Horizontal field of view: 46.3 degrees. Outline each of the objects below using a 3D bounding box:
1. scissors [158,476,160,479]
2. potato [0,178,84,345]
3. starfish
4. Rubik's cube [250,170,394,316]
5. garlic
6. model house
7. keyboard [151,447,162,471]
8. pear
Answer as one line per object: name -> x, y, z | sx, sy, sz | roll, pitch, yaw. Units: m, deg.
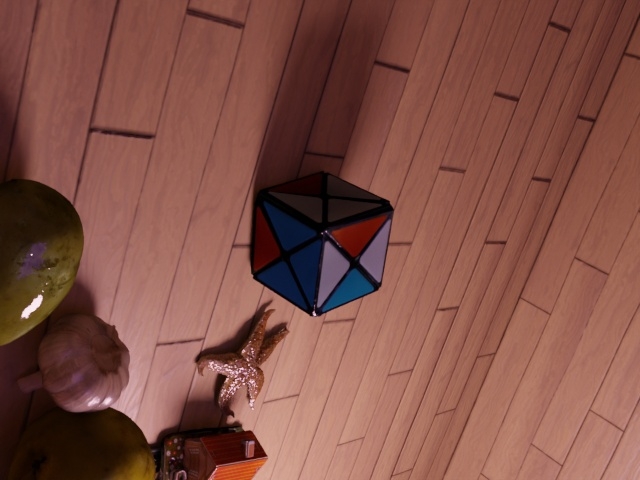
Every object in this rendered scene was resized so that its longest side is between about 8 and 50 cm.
scissors -> -0.446, 0.682, 1.965 | 0.393, 0.032, 0.180 | -27, 131, -33
potato -> -0.538, 0.042, 1.306 | 0.216, 0.216, 0.304 | 23, 94, -51
starfish -> -0.185, 0.326, 1.983 | 0.302, 0.060, 0.299 | -51, 139, -9
Rubik's cube -> 0.000, 0.000, 1.811 | 0.250, 0.248, 0.246 | -20, 129, -39
garlic -> -0.515, 0.262, 1.529 | 0.212, 0.218, 0.218 | -23, 143, 15
model house -> -0.258, 0.601, 1.957 | 0.294, 0.154, 0.206 | 9, 79, -50
keyboard -> -0.479, 0.555, 1.853 | 0.230, 0.025, 0.093 | 8, 111, -49
pear -> -0.486, 0.489, 1.596 | 0.375, 0.287, 0.287 | 22, 98, -56
